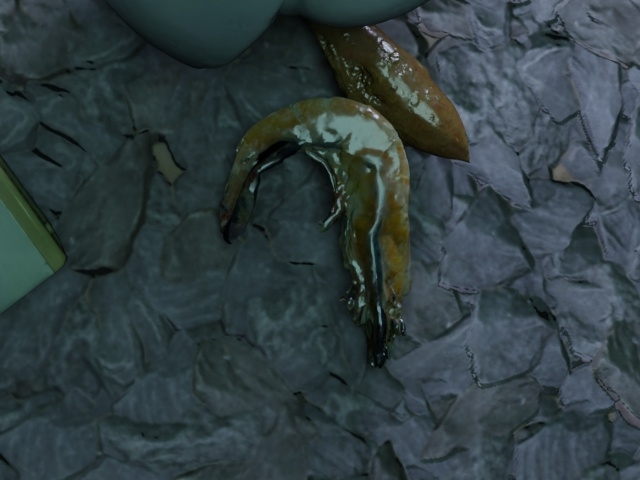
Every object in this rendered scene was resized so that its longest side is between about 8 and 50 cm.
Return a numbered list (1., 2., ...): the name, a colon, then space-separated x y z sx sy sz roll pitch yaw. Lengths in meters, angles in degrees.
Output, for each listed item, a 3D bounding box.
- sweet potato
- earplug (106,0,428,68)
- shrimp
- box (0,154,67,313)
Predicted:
1. sweet potato: 0.043 -0.132 1.070 0.068 0.060 0.206 -41 88 -3
2. earplug: -0.014 -0.244 0.985 0.326 0.214 0.175 -20 133 -8
3. shrimp: 0.000 0.000 1.052 0.152 0.046 0.219 -9 98 -5
4. box: -0.326 -0.029 0.935 0.211 0.045 0.270 -39 123 -11
